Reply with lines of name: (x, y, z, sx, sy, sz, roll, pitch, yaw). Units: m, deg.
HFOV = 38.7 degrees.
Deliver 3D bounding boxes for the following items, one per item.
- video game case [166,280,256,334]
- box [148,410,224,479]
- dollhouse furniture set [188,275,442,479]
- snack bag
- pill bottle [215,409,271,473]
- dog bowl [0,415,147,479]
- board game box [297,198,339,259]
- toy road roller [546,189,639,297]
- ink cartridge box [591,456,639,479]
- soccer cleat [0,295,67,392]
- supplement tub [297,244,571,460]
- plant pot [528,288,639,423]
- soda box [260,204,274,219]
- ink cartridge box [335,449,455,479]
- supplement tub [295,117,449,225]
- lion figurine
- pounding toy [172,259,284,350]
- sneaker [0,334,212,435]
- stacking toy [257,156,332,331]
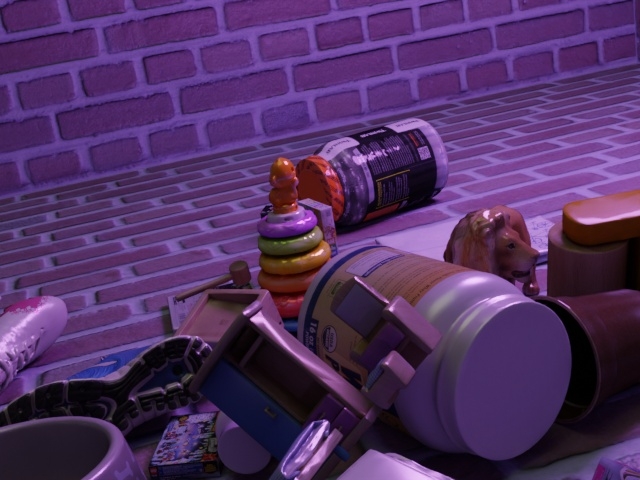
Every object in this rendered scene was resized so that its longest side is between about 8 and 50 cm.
video game case: (-0.203, 0.127, 1.750, 0.173, 0.022, 0.190, -13, 17, -9)
box: (-0.172, 0.278, 1.243, 0.094, 0.027, 0.137, -7, 17, 5)
dollhouse furniture set: (-0.064, 0.185, 0.952, 0.198, 0.286, 0.303, 39, 25, 7)
snack bag: (0.313, 0.002, 1.852, 0.323, 0.037, 0.342, -14, 18, -13)
pill bottle: (-0.088, 0.236, 1.219, 0.094, 0.094, 0.169, -7, 18, 7)
dog bowl: (-0.371, 0.314, 1.063, 0.349, 0.102, 0.349, -10, 13, 2)
board game box: (0.000, 0.000, 1.821, 0.026, 0.154, 0.103, -18, 19, -23)
toy road roller: (0.511, 0.058, 1.313, 0.330, 0.202, 0.240, -9, 28, -3)
ink cartridge box: (0.321, 0.242, 0.726, 0.186, 0.065, 0.311, 19, -3, 13)
soccer cleat: (-0.548, 0.206, 1.556, 0.143, 0.116, 0.331, 17, 35, 38)
supplement tub: (0.140, 0.138, 1.184, 0.228, 0.228, 0.316, -20, 20, -30)
plant pot: (0.360, 0.139, 1.208, 0.165, 0.167, 0.167, -11, 16, -31)
soda box: (-0.072, 0.014, 1.787, 0.060, 0.169, 0.053, -5, 19, 13)
ink cartridge box: (0.043, 0.345, 0.593, 0.285, 0.166, 0.395, 20, 31, 30)
supplement tub: (0.120, -0.158, 2.173, 0.338, 0.207, 0.207, -19, 20, -30)
lion figurine: (0.275, 0.025, 1.453, 0.142, 0.240, 0.392, -5, 17, 13)
pounding toy: (-0.157, 0.131, 1.526, 0.181, 0.094, 0.206, -1, 37, 28)
sneaker: (-0.314, 0.239, 1.330, 0.330, 0.129, 0.147, -20, -1, -20)
stacking toy: (-0.051, 0.002, 1.593, 0.166, 0.301, 0.175, 0, 21, 28)
